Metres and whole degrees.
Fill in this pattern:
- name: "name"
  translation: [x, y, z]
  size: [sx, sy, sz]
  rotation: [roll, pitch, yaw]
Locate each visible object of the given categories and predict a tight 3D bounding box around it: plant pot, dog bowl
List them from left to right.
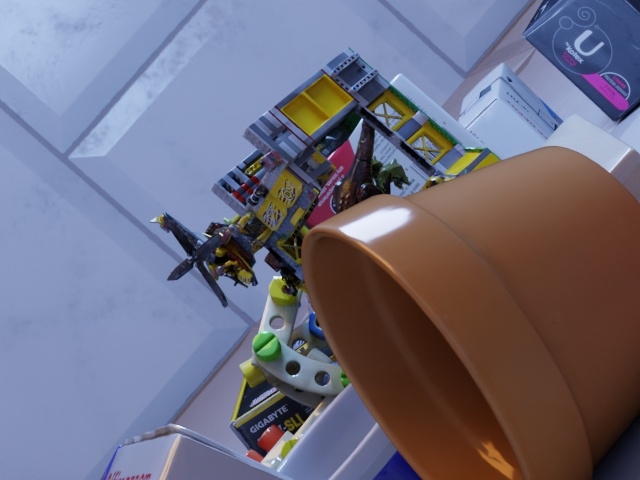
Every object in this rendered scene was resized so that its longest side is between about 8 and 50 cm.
- name: "dog bowl"
  translation: [0.049, 0.221, 1.790]
  size: [0.265, 0.104, 0.265]
  rotation: [-48, 6, 7]
- name: "plant pot"
  translation: [0.149, 0.060, 1.439]
  size: [0.203, 0.291, 0.291]
  rotation: [-34, 3, -16]

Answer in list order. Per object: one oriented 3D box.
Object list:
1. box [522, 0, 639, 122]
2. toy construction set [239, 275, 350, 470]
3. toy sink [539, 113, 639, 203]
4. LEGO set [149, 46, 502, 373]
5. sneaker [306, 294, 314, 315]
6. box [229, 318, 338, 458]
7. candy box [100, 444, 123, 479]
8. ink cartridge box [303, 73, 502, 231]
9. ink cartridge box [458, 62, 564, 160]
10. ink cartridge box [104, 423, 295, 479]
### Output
- name: "box"
  translation: [0.388, -0.302, 2.326]
  size: [0.143, 0.165, 0.270]
  rotation: [-42, 9, 41]
- name: "toy construction set"
  translation: [-0.056, 0.221, 1.994]
  size: [0.327, 0.215, 0.151]
  rotation: [-54, -15, 2]
- name: "toy sink"
  translation: [0.248, -0.004, 1.683]
  size: [0.153, 0.131, 0.234]
  rotation: [-48, 11, 4]
- name: "LEGO set"
  translation: [0.000, 0.000, 1.723]
  size: [0.192, 0.255, 0.331]
  rotation: [-42, -1, -41]
- name: "sneaker"
  translation: [0.115, 0.012, 2.473]
  size: [0.210, 0.137, 0.366]
  rotation: [-32, -20, -31]
- name: "box"
  translation: [0.053, 0.118, 2.196]
  size: [0.322, 0.079, 0.257]
  rotation: [-34, 8, 10]
- name: "candy box"
  translation: [-0.223, 0.413, 1.857]
  size: [0.317, 0.122, 0.268]
  rotation: [-79, 14, -52]
- name: "ink cartridge box"
  translation: [0.114, -0.007, 1.960]
  size: [0.197, 0.273, 0.114]
  rotation: [-50, 3, -16]
- name: "ink cartridge box"
  translation: [0.249, -0.133, 2.366]
  size: [0.082, 0.139, 0.190]
  rotation: [-45, 8, 17]
- name: "ink cartridge box"
  translation: [-0.147, 0.368, 1.526]
  size: [0.395, 0.166, 0.285]
  rotation: [-68, 12, -14]
